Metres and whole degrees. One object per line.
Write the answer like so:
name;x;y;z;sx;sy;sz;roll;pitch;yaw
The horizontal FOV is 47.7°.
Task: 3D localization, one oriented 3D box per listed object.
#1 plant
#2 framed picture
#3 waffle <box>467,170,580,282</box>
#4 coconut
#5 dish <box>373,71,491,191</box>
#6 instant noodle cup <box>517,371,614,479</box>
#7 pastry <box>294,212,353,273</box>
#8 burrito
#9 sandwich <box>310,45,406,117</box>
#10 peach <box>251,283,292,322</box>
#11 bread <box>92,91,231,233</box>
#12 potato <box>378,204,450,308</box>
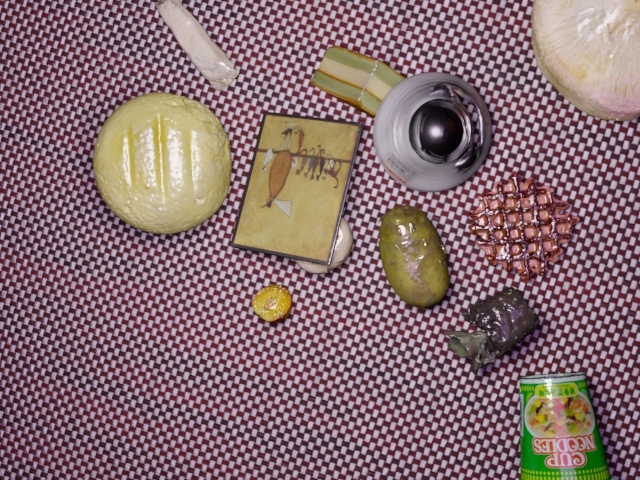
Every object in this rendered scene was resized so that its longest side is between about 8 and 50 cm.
plant;0.382;0.199;1.621;0.203;0.131;0.143;-29;88;-3
framed picture;-0.057;-0.127;1.673;0.255;0.014;0.339;11;82;21
waffle;0.455;-0.035;1.648;0.234;0.055;0.221;36;93;1
coconut;0.624;-0.455;1.464;0.404;0.404;0.405;0;91;7
dish;0.261;-0.240;1.602;0.273;0.134;0.274;-1;97;-6
instant noodle cup;0.518;0.410;1.588;0.206;0.207;0.233;-7;82;8
pastry;0.000;0.000;1.689;0.156;0.092;0.157;0;88;6
burrito;-0.300;-0.485;1.736;0.082;0.059;0.275;-37;86;21
sandwich;0.097;-0.367;1.710;0.187;0.144;0.117;32;96;42
peach;-0.110;0.152;1.721;0.098;0.061;0.098;-4;67;9
bread;-0.358;-0.174;1.659;0.320;0.237;0.321;1;95;7
potato;0.213;0.040;1.654;0.149;0.113;0.251;-22;97;0
